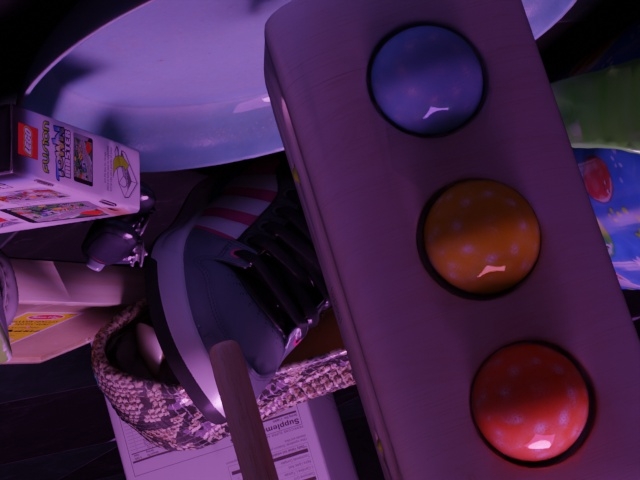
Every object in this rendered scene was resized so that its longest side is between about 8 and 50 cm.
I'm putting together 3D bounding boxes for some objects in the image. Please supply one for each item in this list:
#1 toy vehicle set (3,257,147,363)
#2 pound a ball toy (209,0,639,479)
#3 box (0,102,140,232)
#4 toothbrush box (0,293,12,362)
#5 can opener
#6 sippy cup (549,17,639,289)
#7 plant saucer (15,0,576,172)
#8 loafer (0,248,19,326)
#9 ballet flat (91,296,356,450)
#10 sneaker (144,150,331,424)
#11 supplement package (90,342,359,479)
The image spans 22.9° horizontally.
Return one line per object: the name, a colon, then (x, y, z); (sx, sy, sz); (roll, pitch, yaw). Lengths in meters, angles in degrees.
toy vehicle set: (-0.261, 0.063, 1.322); (0.166, 0.035, 0.267); (-23, 167, 25)
pound a ball toy: (0.039, 0.041, 0.751); (0.208, 0.319, 0.136); (-15, 168, -8)
box: (-0.213, -0.028, 0.845); (0.207, 0.036, 0.114); (-7, 168, 25)
toothbrush box: (-0.284, -0.014, 0.599); (0.283, 0.122, 0.206); (-14, 145, -6)
can opener: (-0.132, -0.009, 0.989); (0.073, 0.059, 0.186); (17, 178, -15)
sippy cup: (0.256, -0.061, 1.075); (0.224, 0.305, 0.240); (-17, -142, 60)
plant saucer: (-0.013, -0.114, 0.852); (0.318, 0.043, 0.317); (-15, 167, -4)
loafer: (-0.350, 0.058, 1.001); (0.319, 0.112, 0.111); (-13, 176, -14)
ballet flat: (0.032, 0.034, 1.300); (0.483, 0.164, 0.182); (-23, 151, 6)
sneaker: (0.000, 0.000, 1.025); (0.178, 0.124, 0.295); (-27, -160, 16)
supplement package: (-0.088, 0.198, 1.617); (0.198, 0.262, 0.199); (-18, 167, 7)
